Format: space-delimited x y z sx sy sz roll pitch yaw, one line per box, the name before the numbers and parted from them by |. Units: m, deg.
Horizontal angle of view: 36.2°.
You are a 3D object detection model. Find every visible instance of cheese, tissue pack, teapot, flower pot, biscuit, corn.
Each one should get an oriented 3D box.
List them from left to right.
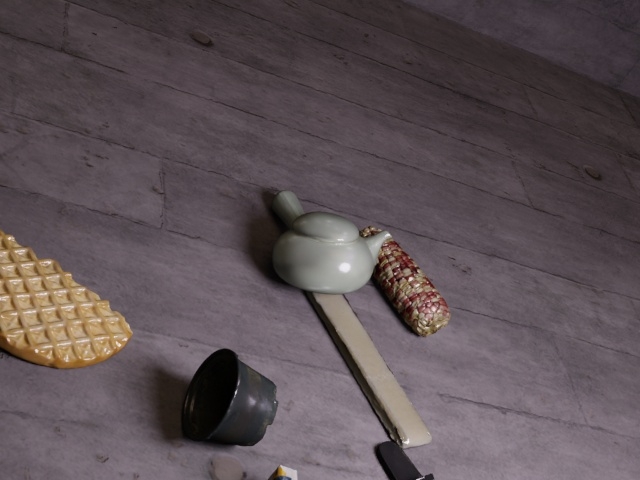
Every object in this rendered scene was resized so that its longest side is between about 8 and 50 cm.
biscuit | -0.474 0.107 1.618 0.309 0.040 0.204 36 35 4
flower pot | -0.142 0.267 1.610 0.107 0.157 0.157 27 33 -32
tissue pack | -0.064 0.411 1.562 0.042 0.062 0.083 22 37 -20
teapot | -0.028 0.002 2.014 0.318 0.149 0.220 21 19 33
cheese | 0.087 0.236 1.921 0.085 0.034 0.400 -6 50 -39
corn | 0.172 0.084 2.119 0.098 0.098 0.290 -6 47 -42

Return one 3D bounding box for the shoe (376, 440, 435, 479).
shoe | 0.168 0.425 1.743 0.071 0.049 0.179 -9 53 -43
